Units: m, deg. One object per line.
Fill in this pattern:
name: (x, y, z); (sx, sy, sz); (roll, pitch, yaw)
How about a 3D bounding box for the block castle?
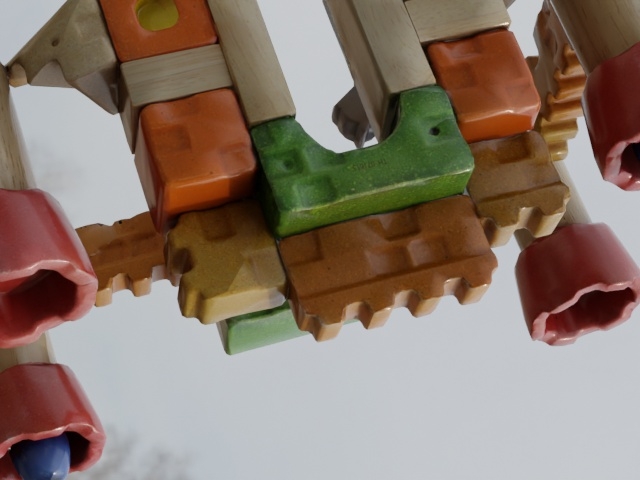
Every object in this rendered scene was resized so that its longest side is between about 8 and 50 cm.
block castle: (0.000, 0.000, 0.957); (0.303, 0.453, 0.213); (101, -27, -61)
